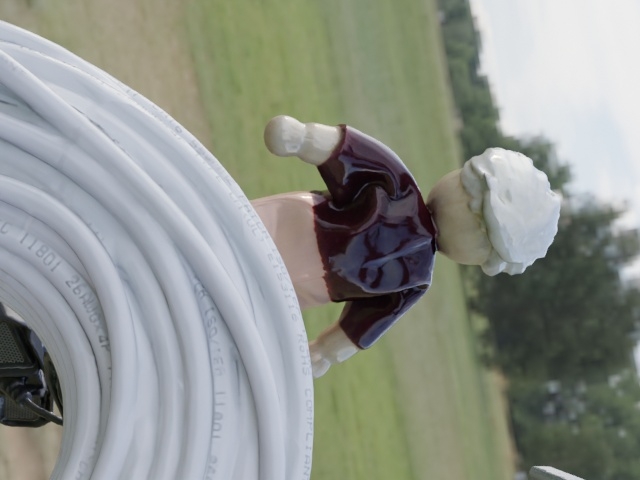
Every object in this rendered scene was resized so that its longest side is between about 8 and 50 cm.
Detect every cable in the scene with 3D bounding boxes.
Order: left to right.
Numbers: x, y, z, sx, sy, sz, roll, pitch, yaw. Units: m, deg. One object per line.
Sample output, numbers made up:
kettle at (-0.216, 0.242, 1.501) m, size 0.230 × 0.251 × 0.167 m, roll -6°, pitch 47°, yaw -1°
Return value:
cable at (-0.133, 0.054, 0.501) m, size 0.257 × 0.257 × 0.089 m, roll -64°, pitch -175°, yaw -17°

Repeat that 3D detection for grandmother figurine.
grandmother figurine at (0.000, 0.000, 1.114) m, size 0.104 × 0.342 × 0.208 m, roll -102°, pitch -177°, yaw -48°

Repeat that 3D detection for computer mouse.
computer mouse at (-0.171, 0.075, 0.894) m, size 0.262 × 0.060 × 0.184 m, roll 28°, pitch -37°, yaw 38°

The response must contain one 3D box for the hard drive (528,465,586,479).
hard drive at (0.173, 0.205, 1.020) m, size 0.135 × 0.022 × 0.094 m, roll -169°, pitch -95°, yaw -65°
